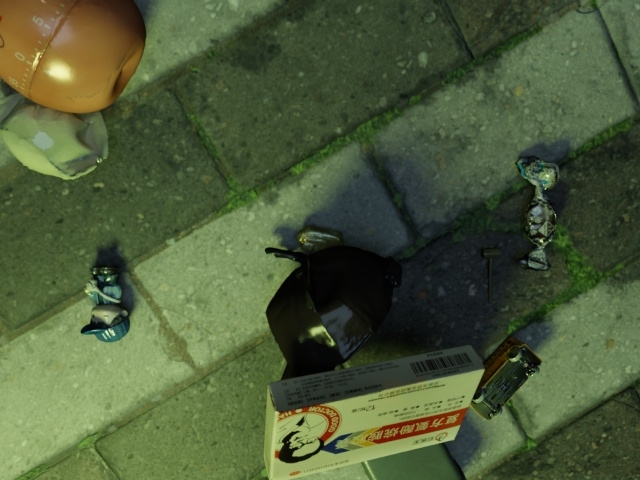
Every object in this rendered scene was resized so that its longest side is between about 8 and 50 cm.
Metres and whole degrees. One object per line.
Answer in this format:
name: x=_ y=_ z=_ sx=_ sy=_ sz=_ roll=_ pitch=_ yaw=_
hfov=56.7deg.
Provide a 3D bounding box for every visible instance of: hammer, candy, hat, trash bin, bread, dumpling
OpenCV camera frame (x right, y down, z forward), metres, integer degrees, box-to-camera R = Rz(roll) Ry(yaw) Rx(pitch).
hammer: x=0.336 y=0.069 z=1.165 sx=0.035 sy=0.019 sz=0.110 roll=-5 pitch=103 yaw=-5
candy: x=0.414 y=-0.049 z=1.139 sx=0.094 sy=0.051 sz=0.226 roll=-5 pitch=99 yaw=5
hat: x=-0.033 y=0.128 z=1.032 sx=0.209 sy=0.238 sz=0.336 roll=34 pitch=105 yaw=-13
trash bin: x=0.177 y=0.446 z=1.177 sx=0.176 sy=0.101 sz=0.236 roll=-27 pitch=99 yaw=1
bread: x=0.000 y=0.000 z=1.107 sx=0.088 sy=0.034 sz=0.049 roll=9 pitch=100 yaw=-6
dumpling: x=-0.446 y=-0.189 z=0.994 sx=0.155 sy=0.111 sz=0.181 roll=-48 pitch=111 yaw=-28

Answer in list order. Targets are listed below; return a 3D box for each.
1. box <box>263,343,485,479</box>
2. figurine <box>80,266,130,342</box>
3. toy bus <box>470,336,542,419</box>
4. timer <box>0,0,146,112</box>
box: x=0.084 y=0.291 z=0.995 sx=0.353 sy=0.069 sz=0.214 roll=-6 pitch=132 yaw=-15
figurine: x=-0.387 y=0.116 z=1.077 sx=0.077 sy=0.079 sz=0.136 roll=-3 pitch=79 yaw=16
toy bus: x=0.356 y=0.272 z=1.175 sx=0.069 sy=0.074 sz=0.162 roll=42 pitch=91 yaw=-19
timer: x=-0.393 y=-0.316 z=0.907 sx=0.215 sy=0.229 sz=0.230 roll=31 pitch=96 yaw=-12
